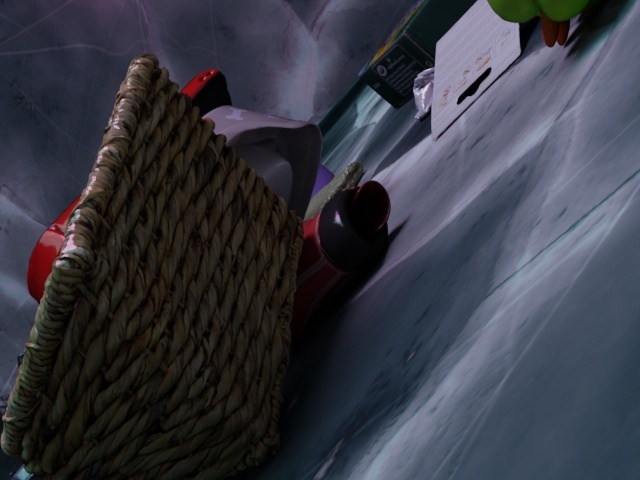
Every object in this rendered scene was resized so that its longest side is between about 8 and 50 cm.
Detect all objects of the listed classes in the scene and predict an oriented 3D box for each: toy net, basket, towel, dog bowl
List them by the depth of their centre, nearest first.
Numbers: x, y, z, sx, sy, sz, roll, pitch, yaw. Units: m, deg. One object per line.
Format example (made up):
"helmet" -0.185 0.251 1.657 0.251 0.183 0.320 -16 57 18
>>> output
"basket" -0.164 0.039 0.956 0.213 0.223 0.299 -28 31 24
"dog bowl" -0.119 0.010 1.349 0.349 0.102 0.349 -61 -10 -18
"toy net" 0.178 -0.243 1.468 0.232 0.045 0.122 -48 7 23
"towel" 0.001 -0.039 1.605 0.110 0.027 0.148 -43 10 44

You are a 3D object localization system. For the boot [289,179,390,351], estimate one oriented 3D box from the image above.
"boot" 0.000 0.000 1.158 0.176 0.088 0.244 -47 13 14

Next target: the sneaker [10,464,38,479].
"sneaker" -0.220 0.242 1.097 0.111 0.121 0.300 -54 8 -26

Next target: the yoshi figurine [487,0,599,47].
"yoshi figurine" 0.210 -0.317 1.036 0.203 0.203 0.362 -37 16 37

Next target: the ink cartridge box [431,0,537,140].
"ink cartridge box" 0.178 -0.195 1.301 0.145 0.045 0.179 -45 27 38

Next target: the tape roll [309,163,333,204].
"tape roll" -0.068 -0.058 1.962 0.189 0.080 0.189 -50 5 7

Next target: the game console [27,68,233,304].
"game console" -0.182 0.030 1.496 0.342 0.060 0.386 -49 -30 -25

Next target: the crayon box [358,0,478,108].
"crayon box" 0.202 -0.357 1.784 0.323 0.083 0.203 -52 7 -18

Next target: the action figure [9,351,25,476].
"action figure" -0.337 0.278 1.649 0.164 0.141 0.276 -22 56 15
